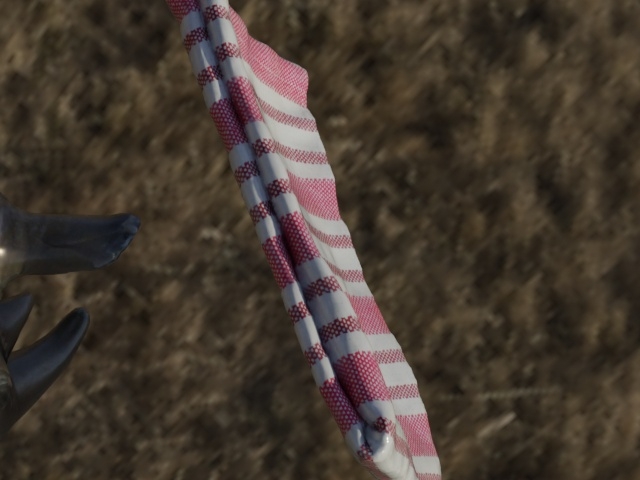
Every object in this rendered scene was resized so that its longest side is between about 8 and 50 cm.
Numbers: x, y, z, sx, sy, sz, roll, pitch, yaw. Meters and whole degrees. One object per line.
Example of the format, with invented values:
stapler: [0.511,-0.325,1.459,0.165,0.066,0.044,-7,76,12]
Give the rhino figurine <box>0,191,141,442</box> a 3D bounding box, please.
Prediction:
rhino figurine: [-0.106,0.014,0.286,0.073,0.106,0.243,26,11,29]

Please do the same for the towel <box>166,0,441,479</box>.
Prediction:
towel: [0.000,0.000,0.699,0.144,0.029,0.197,49,18,-73]
